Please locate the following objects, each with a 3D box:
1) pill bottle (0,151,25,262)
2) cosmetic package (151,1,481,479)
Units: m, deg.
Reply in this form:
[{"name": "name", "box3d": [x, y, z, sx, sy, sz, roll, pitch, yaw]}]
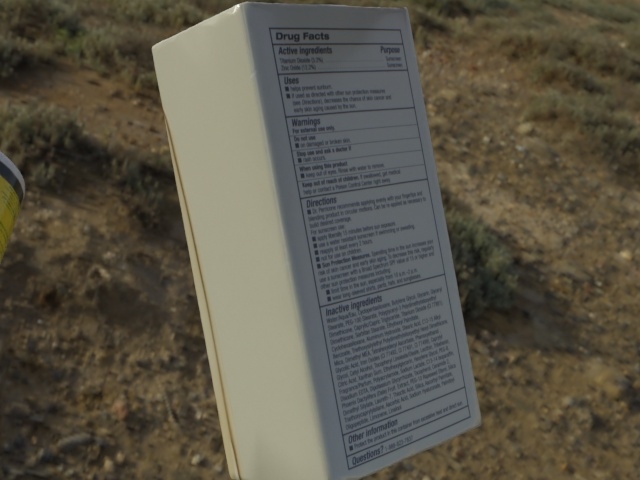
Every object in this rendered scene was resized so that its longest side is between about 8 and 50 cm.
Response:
[{"name": "pill bottle", "box3d": [-0.338, 0.019, 0.827, 0.119, 0.119, 0.208, 17, 53, -12]}, {"name": "cosmetic package", "box3d": [0.000, 0.000, 0.681, 0.160, 0.309, 0.113, -10, -1, -43]}]
